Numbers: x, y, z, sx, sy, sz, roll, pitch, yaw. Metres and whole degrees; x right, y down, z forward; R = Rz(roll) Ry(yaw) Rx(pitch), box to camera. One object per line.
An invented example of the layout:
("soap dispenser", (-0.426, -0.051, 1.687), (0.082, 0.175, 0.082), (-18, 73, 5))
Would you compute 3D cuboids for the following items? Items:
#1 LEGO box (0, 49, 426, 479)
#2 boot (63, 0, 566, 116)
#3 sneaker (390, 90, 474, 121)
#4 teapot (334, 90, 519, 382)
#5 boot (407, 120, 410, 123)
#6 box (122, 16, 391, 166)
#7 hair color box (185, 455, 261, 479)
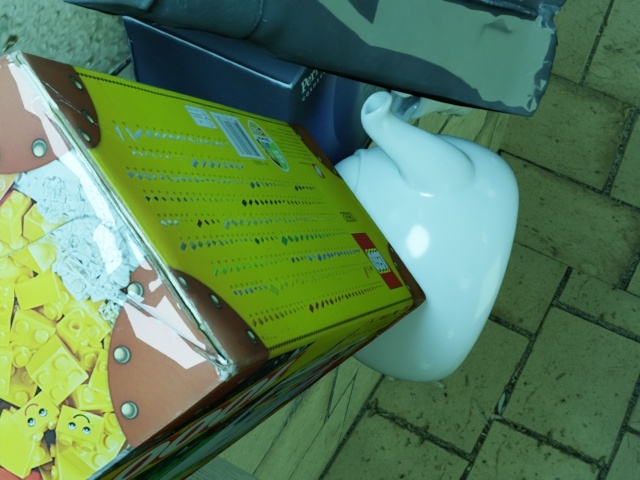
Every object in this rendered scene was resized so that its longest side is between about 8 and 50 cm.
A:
("LEGO box", (-0.167, 0.088, 0.802), (0.372, 0.193, 0.500), (-38, 172, 13))
("boot", (0.055, -0.297, 0.893), (0.445, 0.146, 0.367), (8, 112, -39))
("sneaker", (0.112, -0.160, 1.248), (0.094, 0.080, 0.212), (-55, 161, 1))
("teapot", (0.058, 0.006, 1.110), (0.252, 0.187, 0.256), (-148, -105, -83))
("boot", (0.143, -0.311, 1.804), (0.262, 0.095, 0.203), (-61, 166, 3))
("box", (-0.031, -0.189, 1.166), (0.296, 0.182, 0.294), (-58, 164, -28))
("hair color box", (-0.210, 0.361, 1.443), (0.110, 0.185, 0.339), (-67, 166, 15))
